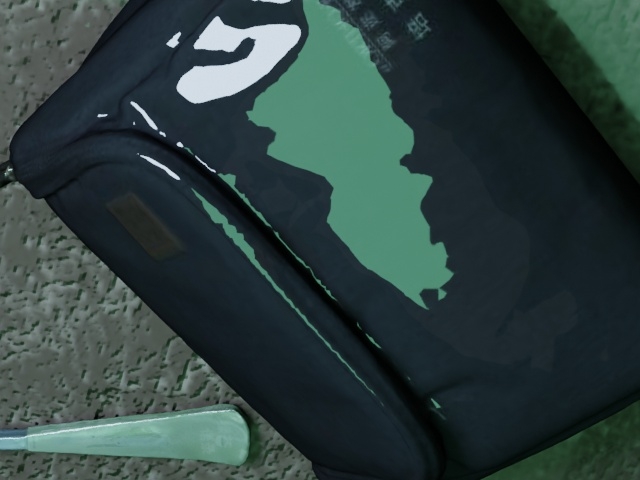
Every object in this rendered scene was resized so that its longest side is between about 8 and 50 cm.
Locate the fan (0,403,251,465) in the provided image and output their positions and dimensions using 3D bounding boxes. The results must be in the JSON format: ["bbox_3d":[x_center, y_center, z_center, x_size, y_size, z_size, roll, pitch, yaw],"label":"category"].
[{"bbox_3d":[-0.137,0.115,0.857,0.193,0.016,0.038,-1,111,5],"label":"fan"}]

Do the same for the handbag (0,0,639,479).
[{"bbox_3d":[0.000,0.001,0.704,0.275,0.178,0.302,-36,106,18],"label":"handbag"}]
